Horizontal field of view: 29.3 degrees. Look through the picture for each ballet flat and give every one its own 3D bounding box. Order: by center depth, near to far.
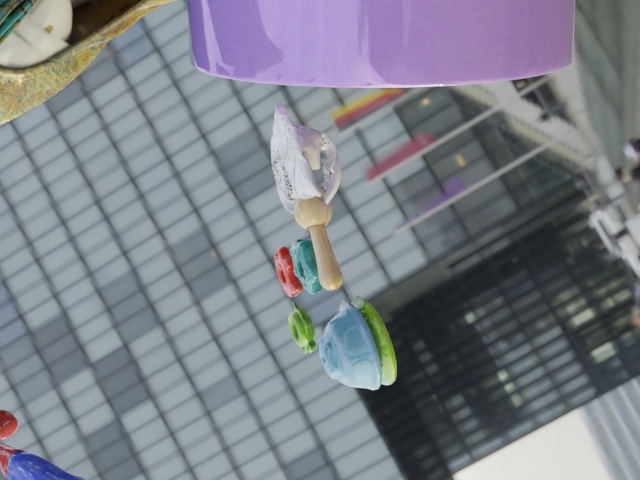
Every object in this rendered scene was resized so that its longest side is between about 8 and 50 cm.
[{"bbox_3d":[-0.208,-0.218,1.044,0.123,0.348,0.123,41,154,25],"label":"ballet flat"}]

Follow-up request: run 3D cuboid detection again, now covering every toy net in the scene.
[{"bbox_3d":[0.000,0.000,0.897,0.122,0.045,0.232,-134,30,-57],"label":"toy net"}]

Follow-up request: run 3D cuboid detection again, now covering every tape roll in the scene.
[{"bbox_3d":[0.043,-0.172,0.873,0.275,0.274,0.090,-83,-8,-73],"label":"tape roll"}]

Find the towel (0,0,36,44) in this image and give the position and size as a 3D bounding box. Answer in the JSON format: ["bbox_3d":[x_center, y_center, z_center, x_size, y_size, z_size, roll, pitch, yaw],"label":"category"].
[{"bbox_3d":[-0.294,-0.121,0.837,0.040,0.271,0.370,52,-128,-30],"label":"towel"}]

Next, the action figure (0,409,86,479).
[{"bbox_3d":[-0.094,0.185,0.723,0.280,0.091,0.139,20,-177,40],"label":"action figure"}]
